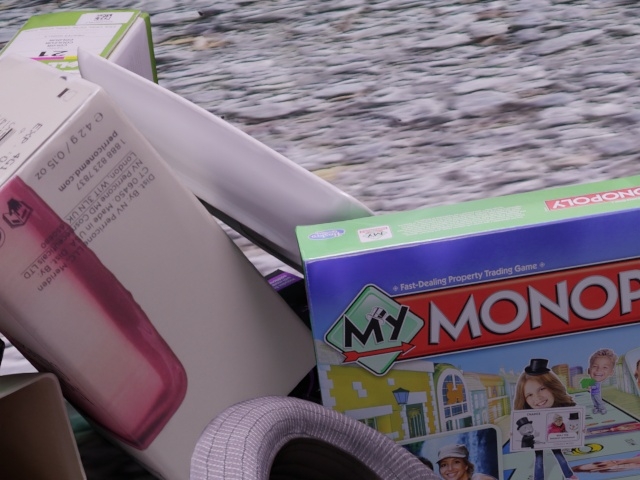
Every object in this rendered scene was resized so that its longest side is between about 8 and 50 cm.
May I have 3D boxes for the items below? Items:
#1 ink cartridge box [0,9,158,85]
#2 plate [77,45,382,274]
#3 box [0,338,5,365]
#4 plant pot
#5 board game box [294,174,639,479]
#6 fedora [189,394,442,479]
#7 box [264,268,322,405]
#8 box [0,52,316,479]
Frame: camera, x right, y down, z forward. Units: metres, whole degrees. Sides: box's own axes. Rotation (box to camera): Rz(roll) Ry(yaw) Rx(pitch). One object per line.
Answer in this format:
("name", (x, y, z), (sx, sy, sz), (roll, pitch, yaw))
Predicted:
("ink cartridge box", (-0.185, -0.033, 1.387), (0.097, 0.188, 0.255), (-1, 26, 12))
("plate", (0.000, 0.000, 1.198), (0.278, 0.277, 0.045), (30, 85, 43))
("box", (-0.439, 0.033, 1.249), (0.395, 0.097, 0.318), (8, 11, -29))
("plant pot", (-0.209, 0.139, 1.141), (0.109, 0.109, 0.096), (-25, 19, -33))
("board game box", (0.157, 0.072, 1.044), (0.317, 0.213, 0.046), (-9, 25, -2))
("fedora", (-0.003, 0.196, 0.873), (0.124, 0.243, 0.275), (-34, -14, 16))
("box", (-0.013, 0.071, 1.308), (0.162, 0.029, 0.116), (20, 36, 41))
("box", (-0.133, 0.019, 1.168), (0.127, 0.232, 0.149), (-46, 30, -13))
